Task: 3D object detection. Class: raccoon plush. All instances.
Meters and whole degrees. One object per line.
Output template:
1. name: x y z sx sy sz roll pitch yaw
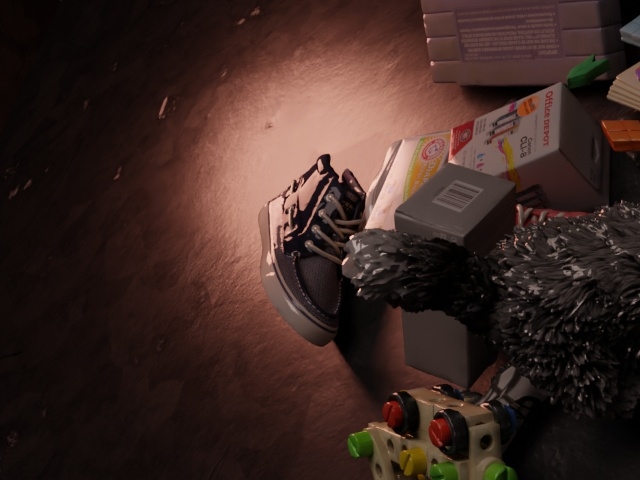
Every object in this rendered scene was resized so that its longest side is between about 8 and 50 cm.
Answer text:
1. raccoon plush: 0.287 0.016 1.304 0.299 0.447 0.216 -52 44 34

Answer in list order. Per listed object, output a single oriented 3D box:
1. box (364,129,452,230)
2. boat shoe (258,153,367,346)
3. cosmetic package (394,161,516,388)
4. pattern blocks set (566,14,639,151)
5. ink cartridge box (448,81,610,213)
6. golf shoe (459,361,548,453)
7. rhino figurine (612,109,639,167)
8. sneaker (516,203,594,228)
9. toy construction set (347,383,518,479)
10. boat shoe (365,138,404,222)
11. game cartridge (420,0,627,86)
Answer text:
1. box: 0.150 -0.039 1.786 0.103 0.114 0.203 -5 51 46
2. boat shoe: 0.000 0.000 1.904 0.158 0.127 0.340 -46 32 19
3. cosmetic package: 0.165 0.044 1.540 0.107 0.238 0.127 21 42 28
4. pattern blocks set: 0.458 -0.192 1.562 0.325 0.026 0.285 22 53 41
5. ink cartridge box: 0.273 -0.098 1.688 0.176 0.127 0.128 -22 41 34
6. golf shoe: 0.223 0.201 1.507 0.198 0.077 0.093 -37 45 30
7. rhino figurine: 0.445 -0.105 1.545 0.106 0.073 0.243 -39 36 7
8. sneaker: 0.258 0.009 1.591 0.314 0.136 0.115 -11 50 44
9. toy construction set: 0.148 0.271 1.406 0.328 0.151 0.215 3 100 50
10. boat shoe: 0.122 -0.080 1.916 0.063 0.066 0.184 -15 36 42
11. game cartridge: 0.281 -0.335 1.854 0.068 0.230 0.355 -24 19 -33
